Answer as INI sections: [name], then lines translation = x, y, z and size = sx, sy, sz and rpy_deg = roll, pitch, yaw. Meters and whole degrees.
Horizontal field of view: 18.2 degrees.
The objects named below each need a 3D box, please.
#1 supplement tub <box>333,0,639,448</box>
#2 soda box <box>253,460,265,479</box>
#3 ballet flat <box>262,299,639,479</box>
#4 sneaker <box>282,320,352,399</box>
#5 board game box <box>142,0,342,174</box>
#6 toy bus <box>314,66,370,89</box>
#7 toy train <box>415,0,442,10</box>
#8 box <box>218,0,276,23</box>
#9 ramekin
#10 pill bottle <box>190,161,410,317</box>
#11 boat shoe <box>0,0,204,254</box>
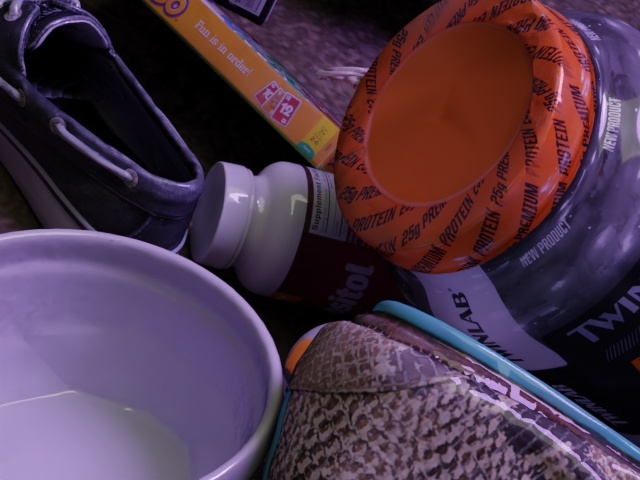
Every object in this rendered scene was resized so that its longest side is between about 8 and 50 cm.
[supplement tub]
translation = 0.178, -0.001, 1.184
size = 0.338, 0.207, 0.207
rpy_deg = 30, 31, -38
[soda box]
translation = 0.023, 0.185, 1.079
size = 0.169, 0.053, 0.060
rpy_deg = 26, 38, -6
[ballet flat]
translation = 0.191, 0.197, 0.956
size = 0.483, 0.164, 0.182
rpy_deg = 23, 79, -1
[sneaker]
translation = 0.046, 0.095, 1.129
size = 0.121, 0.099, 0.262
rpy_deg = 38, 4, 39
[board game box]
translation = -0.064, -0.130, 1.346
size = 0.259, 0.039, 0.124
rpy_deg = 42, 4, 18
[toy bus]
translation = 0.120, -0.061, 1.375
size = 0.202, 0.104, 0.191
rpy_deg = 0, -2, 25
[toy train]
translation = 0.039, -0.288, 1.532
size = 0.334, 0.142, 0.190
rpy_deg = 41, -4, 23
[box]
translation = -0.116, -0.246, 1.489
size = 0.207, 0.036, 0.114
rpy_deg = 26, 37, -5
[ramekin]
translation = -0.127, 0.098, 1.004
size = 0.207, 0.109, 0.207
rpy_deg = 7, 38, -6
[pill bottle]
translation = 0.000, 0.000, 1.246
size = 0.152, 0.086, 0.086
rpy_deg = 14, 40, -19
[boat shoe]
translation = -0.176, -0.108, 1.240
size = 0.108, 0.102, 0.301
rpy_deg = -14, 55, -42
